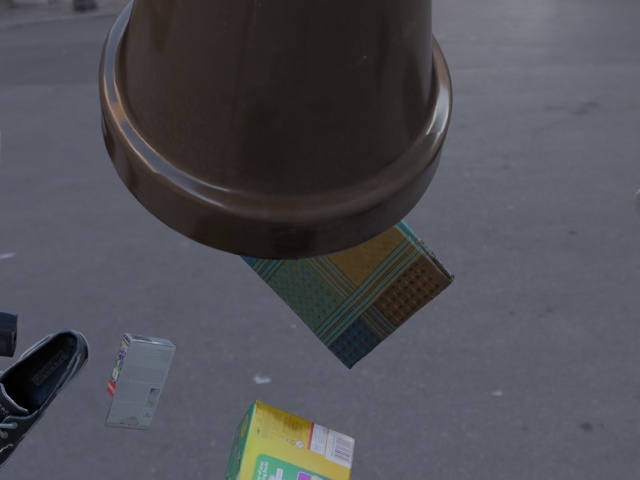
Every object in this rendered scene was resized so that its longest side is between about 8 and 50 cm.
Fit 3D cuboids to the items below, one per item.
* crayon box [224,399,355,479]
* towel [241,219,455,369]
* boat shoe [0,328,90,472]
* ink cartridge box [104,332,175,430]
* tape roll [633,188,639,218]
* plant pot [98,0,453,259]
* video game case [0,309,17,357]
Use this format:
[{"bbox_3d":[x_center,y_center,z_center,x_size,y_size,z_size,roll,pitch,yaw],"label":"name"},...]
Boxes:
[{"bbox_3d":[-0.053,0.372,1.250,0.165,0.081,0.278,23,39,-10],"label":"crayon box"},{"bbox_3d":[0.000,0.000,1.438,0.271,0.370,0.040,-45,-3,35],"label":"towel"},{"bbox_3d":[-0.462,0.251,1.353,0.301,0.108,0.102,-46,-2,-16],"label":"boat shoe"},{"bbox_3d":[-0.229,0.177,1.135,0.063,0.115,0.029,14,8,-33],"label":"ink cartridge box"},{"bbox_3d":[0.607,0.025,1.224,0.072,0.392,0.392,-52,30,-2],"label":"tape roll"},{"bbox_3d":[-0.025,-0.151,0.606,0.263,0.229,0.263,3,60,-5],"label":"plant pot"},{"bbox_3d":[-0.431,0.088,0.987,0.196,0.026,0.274,13,-15,-16],"label":"video game case"}]
